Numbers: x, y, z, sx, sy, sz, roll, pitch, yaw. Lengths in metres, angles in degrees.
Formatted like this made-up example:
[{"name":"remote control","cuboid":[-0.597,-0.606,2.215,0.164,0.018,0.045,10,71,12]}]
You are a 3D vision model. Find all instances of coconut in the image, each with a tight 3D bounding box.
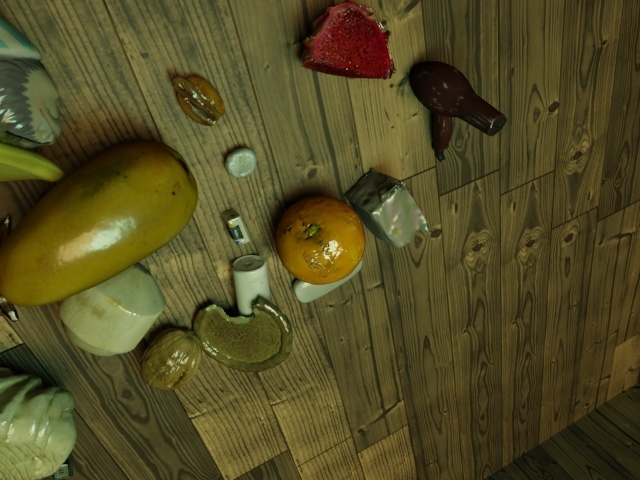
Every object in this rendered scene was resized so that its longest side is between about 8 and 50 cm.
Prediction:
[{"name":"coconut","cuboid":[-0.488,0.144,1.174,0.241,0.241,0.241,-12,121,-22]}]

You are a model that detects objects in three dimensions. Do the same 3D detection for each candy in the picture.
[{"name":"candy","cuboid":[0.190,-0.092,1.422,0.137,0.185,0.195,-45,127,-5]}]

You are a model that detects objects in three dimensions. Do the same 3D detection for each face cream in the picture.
[{"name":"face cream","cuboid":[-0.189,0.212,1.439,0.102,0.102,0.345,-14,121,-21]}]

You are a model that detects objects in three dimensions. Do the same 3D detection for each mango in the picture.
[{"name":"mango","cuboid":[-0.452,-0.037,1.018,0.446,0.300,0.232,-42,106,-26]}]

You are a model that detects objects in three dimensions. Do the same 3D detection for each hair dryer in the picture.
[{"name":"hair dryer","cuboid":[0.370,-0.308,1.371,0.123,0.312,0.340,-32,146,-9]}]

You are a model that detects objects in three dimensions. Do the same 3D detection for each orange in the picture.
[{"name":"orange","cuboid":[0.000,0.000,1.343,0.246,0.246,0.246,-12,121,-22]}]

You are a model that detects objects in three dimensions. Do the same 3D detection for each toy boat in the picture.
[{"name":"toy boat","cuboid":[-0.738,0.620,1.402,0.055,0.060,0.141,-4,114,-24]}]

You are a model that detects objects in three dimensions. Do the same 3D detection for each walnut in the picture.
[{"name":"walnut","cuboid":[-0.412,0.329,1.357,0.155,0.155,0.184,35,99,-36]}]

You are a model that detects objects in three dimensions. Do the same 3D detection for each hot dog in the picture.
[{"name":"hot dog","cuboid":[-0.278,-0.324,1.129,0.090,0.060,0.140,-41,123,-8]}]

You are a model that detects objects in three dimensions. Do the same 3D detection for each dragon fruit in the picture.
[{"name":"dragon fruit","cuboid":[0.060,-0.482,1.189,0.274,0.126,0.161,-2,107,-37]}]

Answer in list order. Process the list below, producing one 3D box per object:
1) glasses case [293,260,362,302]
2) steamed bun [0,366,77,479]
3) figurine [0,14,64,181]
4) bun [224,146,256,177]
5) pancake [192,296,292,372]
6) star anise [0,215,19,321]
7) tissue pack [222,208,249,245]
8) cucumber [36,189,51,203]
[{"name":"glasses case","cuboid":[0.023,0.108,1.518,0.233,0.059,0.092,-33,128,-9]},{"name":"steamed bun","cuboid":[-0.776,0.428,1.170,0.352,0.247,0.339,-18,140,-10]},{"name":"figurine","cuboid":[-0.659,-0.306,0.895,0.362,0.266,0.377,2,83,-1]},{"name":"bun","cuboid":[-0.202,-0.197,1.245,0.083,0.045,0.083,-13,120,-24]},{"name":"pancake","cuboid":[-0.220,0.265,1.398,0.288,0.033,0.286,28,121,-5]},{"name":"star anise","cuboid":[-0.735,0.065,1.088,0.272,0.103,0.271,-3,95,-44]},{"name":"tissue pack","cuboid":[-0.225,-0.035,1.310,0.042,0.062,0.083,-26,125,-16]},{"name":"cucumber","cuboid":[-0.606,0.008,1.099,0.075,0.074,0.241,3,89,-29]}]
